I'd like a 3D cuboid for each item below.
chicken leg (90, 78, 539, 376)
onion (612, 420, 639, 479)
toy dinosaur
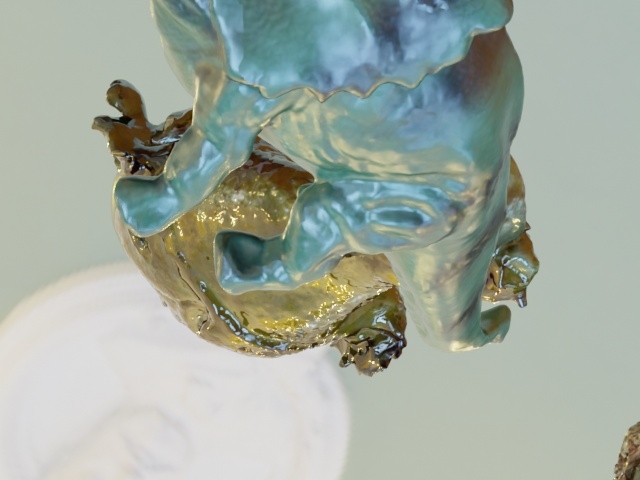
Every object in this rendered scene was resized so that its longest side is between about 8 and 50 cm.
[{"bbox_3d":[-0.003,0.012,1.055,0.361,0.140,0.211,18,157,47],"label":"chicken leg"},{"bbox_3d":[0.255,0.208,1.124,0.161,0.248,0.248,22,-168,22],"label":"onion"},{"bbox_3d":[0.001,-0.025,0.499,0.292,0.120,0.079,80,179,-53],"label":"toy dinosaur"}]
